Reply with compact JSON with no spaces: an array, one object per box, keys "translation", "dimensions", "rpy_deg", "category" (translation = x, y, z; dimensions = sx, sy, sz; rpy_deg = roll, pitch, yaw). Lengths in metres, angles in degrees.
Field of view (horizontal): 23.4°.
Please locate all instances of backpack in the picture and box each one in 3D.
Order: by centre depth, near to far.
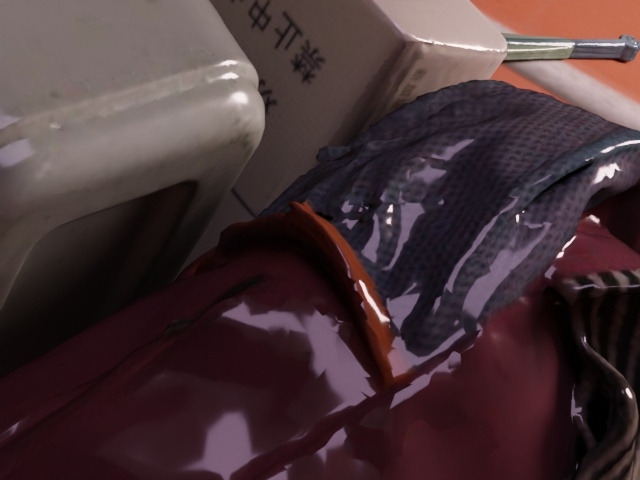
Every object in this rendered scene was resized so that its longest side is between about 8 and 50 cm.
[{"translation":[-0.008,0.125,0.498],"dimensions":[0.317,0.283,0.197],"rpy_deg":[-30,33,-30],"category":"backpack"}]

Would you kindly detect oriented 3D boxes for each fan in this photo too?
[{"translation":[0.136,-0.131,1.030],"dimensions":[0.193,0.016,0.038],"rpy_deg":[-3,46,-29],"category":"fan"}]

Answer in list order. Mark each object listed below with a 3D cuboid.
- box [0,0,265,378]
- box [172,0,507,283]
[{"translation":[-0.151,-0.020,0.550],"dimensions":[0.175,0.312,0.182],"rpy_deg":[-23,68,-41],"category":"box"},{"translation":[-0.055,-0.034,0.640],"dimensions":[0.071,0.259,0.168],"rpy_deg":[-4,48,-46],"category":"box"}]
